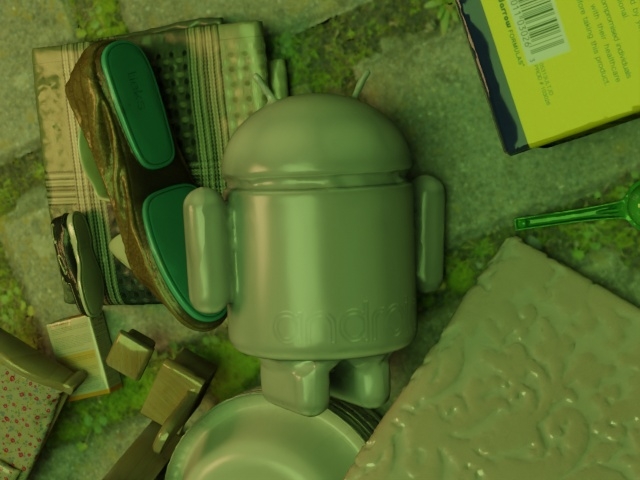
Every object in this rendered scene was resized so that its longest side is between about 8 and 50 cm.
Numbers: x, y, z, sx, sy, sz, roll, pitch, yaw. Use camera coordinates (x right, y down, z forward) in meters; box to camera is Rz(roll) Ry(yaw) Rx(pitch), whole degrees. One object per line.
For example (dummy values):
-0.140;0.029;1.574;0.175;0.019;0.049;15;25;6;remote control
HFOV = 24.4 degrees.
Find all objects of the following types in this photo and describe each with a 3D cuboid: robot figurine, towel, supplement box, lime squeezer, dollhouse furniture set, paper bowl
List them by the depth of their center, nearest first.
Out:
0.332;-0.228;1.415;0.357;0.194;0.195;-19;89;22;supplement box
0.237;0.199;1.492;0.317;0.053;0.332;31;70;14;towel
0.343;-0.028;1.492;0.310;0.110;0.058;-3;114;51;lime squeezer
0.000;0.000;1.547;0.200;0.300;0.353;6;100;61;robot figurine
-0.044;0.304;1.645;0.284;0.148;0.284;3;97;22;paper bowl
-0.348;0.201;1.688;0.356;0.174;0.303;29;115;4;dollhouse furniture set
-0.177;-0.087;1.708;0.312;0.056;0.324;-3;97;24;towel
-0.282;0.138;1.771;0.062;0.036;0.098;-13;93;21;supplement box

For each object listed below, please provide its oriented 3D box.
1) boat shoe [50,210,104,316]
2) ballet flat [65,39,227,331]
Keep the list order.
-0.284;0.030;1.715;0.038;0.046;0.125;-14;90;24;boat shoe
-0.202;-0.052;1.643;0.124;0.116;0.342;-25;87;44;ballet flat
